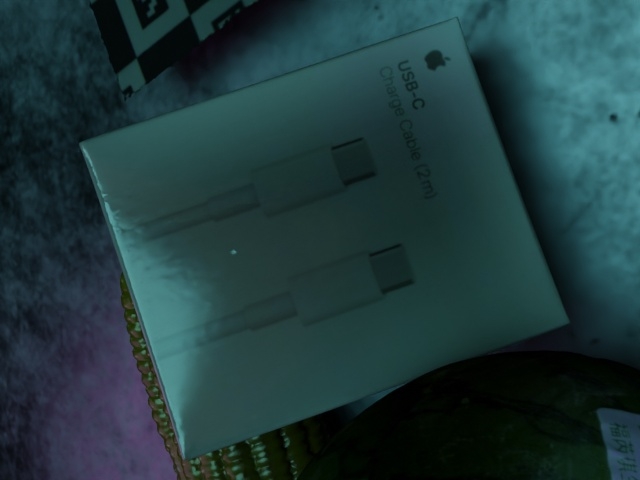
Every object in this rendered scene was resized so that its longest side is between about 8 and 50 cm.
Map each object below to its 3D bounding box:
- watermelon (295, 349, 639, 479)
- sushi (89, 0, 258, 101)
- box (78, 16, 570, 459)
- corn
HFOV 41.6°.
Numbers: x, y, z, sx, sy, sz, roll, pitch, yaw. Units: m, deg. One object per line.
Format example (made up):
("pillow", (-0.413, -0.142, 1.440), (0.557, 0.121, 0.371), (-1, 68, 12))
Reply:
("watermelon", (0.114, 0.236, 0.439), (0.363, 0.363, 0.363), (5, 100, 29))
("sushi", (-0.067, -0.338, 0.621), (0.359, 0.064, 0.343), (-27, 79, 31))
("box", (0.000, 0.000, 0.545), (0.251, 0.106, 0.203), (-18, 85, -4))
("corn", (-0.053, 0.154, 0.647), (0.131, 0.131, 0.345), (-23, 85, 31))
